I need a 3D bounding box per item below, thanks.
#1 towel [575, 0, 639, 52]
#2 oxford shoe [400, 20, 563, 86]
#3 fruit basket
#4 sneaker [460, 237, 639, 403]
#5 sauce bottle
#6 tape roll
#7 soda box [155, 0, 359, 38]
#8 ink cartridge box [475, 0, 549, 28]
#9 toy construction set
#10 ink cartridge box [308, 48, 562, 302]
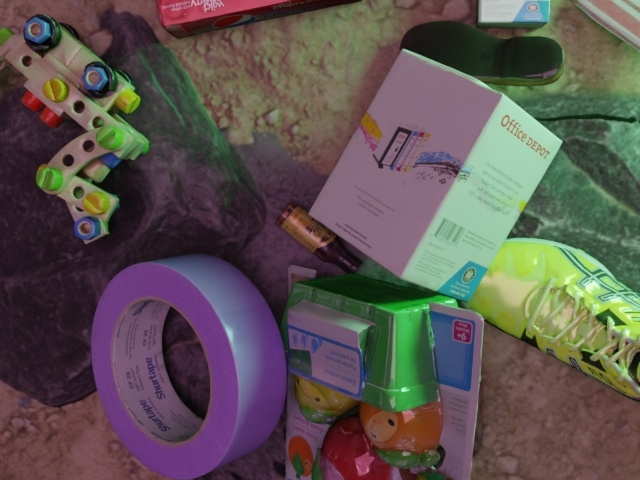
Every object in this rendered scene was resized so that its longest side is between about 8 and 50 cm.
[{"bbox_3d":[0.439,-0.329,1.047,0.144,0.029,0.197,44,100,18],"label":"towel"},{"bbox_3d":[0.206,-0.229,1.079,0.212,0.076,0.076,16,88,21],"label":"oxford shoe"},{"bbox_3d":[0.049,0.227,1.029,0.327,0.165,0.353,14,99,48],"label":"fruit basket"},{"bbox_3d":[0.353,0.104,1.046,0.384,0.147,0.145,23,98,5],"label":"sneaker"},{"bbox_3d":[0.000,0.000,1.131,0.128,0.042,0.042,37,97,0],"label":"sauce bottle"},{"bbox_3d":[-0.174,0.158,1.072,0.274,0.090,0.275,8,102,38],"label":"tape roll"},{"bbox_3d":[-0.082,-0.338,1.092,0.263,0.083,0.092,-10,93,6],"label":"soda box"},{"bbox_3d":[0.246,-0.337,1.071,0.088,0.052,0.123,2,96,6],"label":"ink cartridge box"},{"bbox_3d":[-0.367,-0.169,1.113,0.327,0.151,0.215,38,98,-9],"label":"toy construction set"},{"bbox_3d":[0.139,-0.076,1.016,0.168,0.171,0.233,35,99,39],"label":"ink cartridge box"}]
